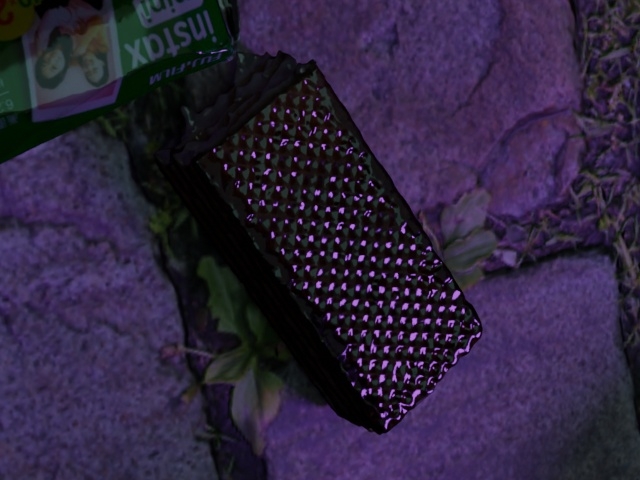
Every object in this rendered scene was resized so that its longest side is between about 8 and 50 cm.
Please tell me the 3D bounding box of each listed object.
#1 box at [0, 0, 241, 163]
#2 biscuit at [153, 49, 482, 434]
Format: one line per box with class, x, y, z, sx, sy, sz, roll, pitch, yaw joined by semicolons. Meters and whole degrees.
box;-0.185;-0.099;0.945;0.250;0.180;0.103;-25;106;-24
biscuit;0.000;0.000;1.133;0.106;0.070;0.252;-43;116;-19
